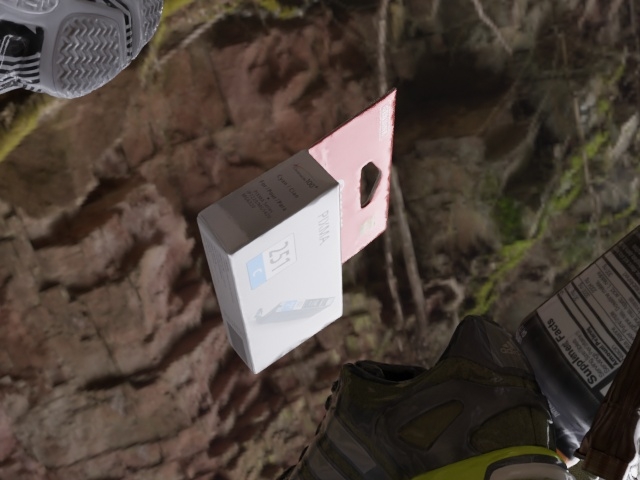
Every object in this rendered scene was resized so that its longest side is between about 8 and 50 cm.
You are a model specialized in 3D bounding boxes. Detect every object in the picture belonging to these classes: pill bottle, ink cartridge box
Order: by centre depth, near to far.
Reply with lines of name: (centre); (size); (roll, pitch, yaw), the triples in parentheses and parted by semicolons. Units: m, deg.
pill bottle: (0.237, 0.071, 0.713); (0.246, 0.130, 0.130); (-41, -154, 14)
ink cartridge box: (0.000, 0.000, 1.093); (0.261, 0.296, 0.066); (-34, -116, -17)

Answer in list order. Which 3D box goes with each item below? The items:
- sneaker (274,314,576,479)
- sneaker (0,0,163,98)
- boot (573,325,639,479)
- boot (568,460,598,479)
sneaker: (0.030, 0.137, 0.558); (0.300, 0.111, 0.121); (-32, -129, 46)
sneaker: (-0.330, -0.187, 0.853); (0.210, 0.137, 0.366); (25, -131, 39)
boot: (0.177, 0.075, 0.528); (0.037, 0.114, 0.106); (21, 178, 15)
boot: (0.120, 0.221, 0.829); (0.213, 0.077, 0.165); (24, -107, 6)
